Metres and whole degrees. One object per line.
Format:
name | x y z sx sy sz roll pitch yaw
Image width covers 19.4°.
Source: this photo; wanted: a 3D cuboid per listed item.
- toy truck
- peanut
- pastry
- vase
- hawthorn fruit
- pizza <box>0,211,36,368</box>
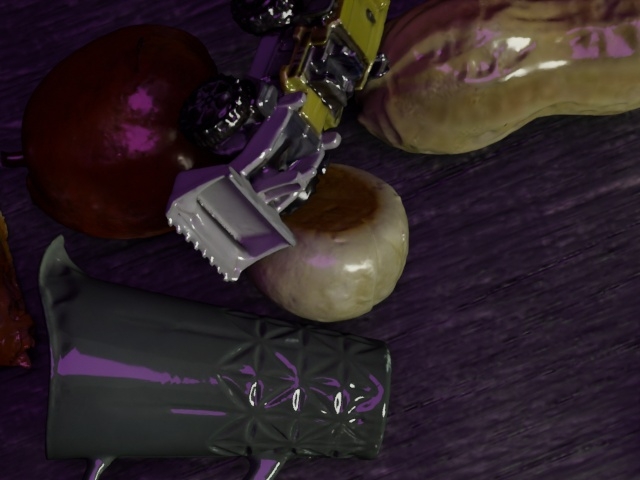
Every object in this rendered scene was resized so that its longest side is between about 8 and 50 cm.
toy truck | -0.027 -0.110 1.521 0.111 0.136 0.286 0 58 36
peanut | 0.183 -0.157 1.617 0.313 0.149 0.149 -8 82 -1
pastry | 0.000 0.000 1.598 0.156 0.156 0.092 12 124 2
vase | -0.096 0.131 1.581 0.301 0.156 0.251 6 78 -5
hawthorn fruit | -0.172 -0.089 1.592 0.202 0.185 0.185 -12 82 5
pizza | -0.341 0.040 1.619 0.229 0.081 0.289 36 82 4
